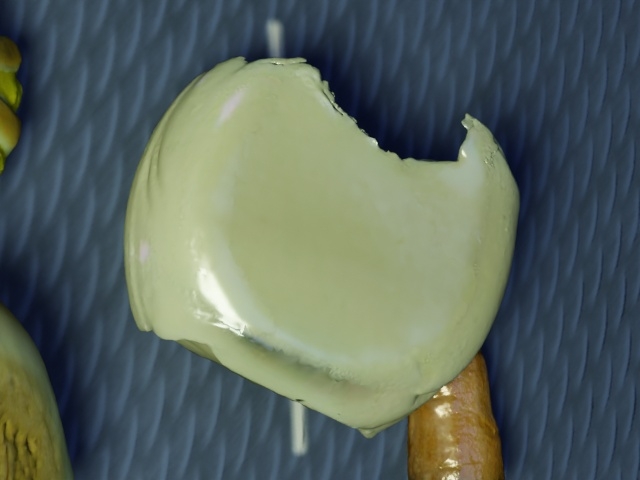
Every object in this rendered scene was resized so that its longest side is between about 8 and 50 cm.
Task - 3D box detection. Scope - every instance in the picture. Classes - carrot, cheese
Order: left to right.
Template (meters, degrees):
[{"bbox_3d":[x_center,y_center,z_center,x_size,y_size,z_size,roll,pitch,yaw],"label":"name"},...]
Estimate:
[{"bbox_3d":[0.000,0.000,1.227,0.266,0.127,0.233,29,73,-15],"label":"cheese"},{"bbox_3d":[0.091,0.083,1.330,0.072,0.072,0.205,2,76,-31],"label":"carrot"}]

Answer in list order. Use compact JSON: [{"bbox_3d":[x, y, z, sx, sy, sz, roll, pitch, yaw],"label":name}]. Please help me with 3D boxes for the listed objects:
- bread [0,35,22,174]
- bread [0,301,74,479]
[{"bbox_3d":[-0.279,-0.103,1.105,0.213,0.105,0.213,7,76,-30],"label":"bread"},{"bbox_3d":[-0.258,0.177,1.006,0.333,0.160,0.333,2,90,-73],"label":"bread"}]
